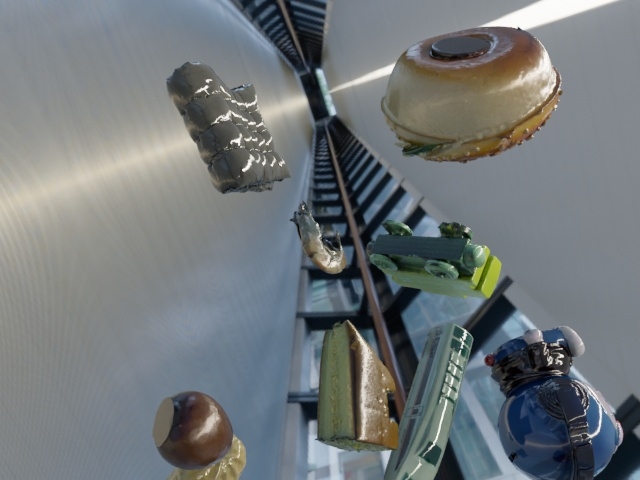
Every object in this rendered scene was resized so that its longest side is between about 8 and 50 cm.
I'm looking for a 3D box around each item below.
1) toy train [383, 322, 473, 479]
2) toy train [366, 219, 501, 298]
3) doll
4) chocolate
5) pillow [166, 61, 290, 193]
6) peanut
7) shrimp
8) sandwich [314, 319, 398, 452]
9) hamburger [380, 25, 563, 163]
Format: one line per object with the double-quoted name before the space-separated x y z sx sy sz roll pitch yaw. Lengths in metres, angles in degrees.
"toy train" 0.231 0.361 1.075 0.086 0.088 0.406 39 53 -15
"toy train" 0.362 0.068 1.681 0.442 0.179 0.272 5 -27 49
"doll" 0.487 0.362 1.102 0.284 0.241 0.309 79 -2 -51
"chocolate" -0.210 0.327 0.886 0.133 0.124 0.127 18 16 -30
"pillow" -0.165 -0.202 0.988 0.228 0.101 0.326 63 13 -3
"peanut" -0.338 0.663 1.396 0.158 0.340 0.174 39 7 -10
"shrimp" 0.005 -0.005 1.575 0.178 0.075 0.289 28 21 -35
"sandwich" 0.065 0.286 1.009 0.128 0.122 0.235 32 47 -37
"hamburger" 0.196 -0.193 0.685 0.236 0.237 0.147 -104 178 -53
